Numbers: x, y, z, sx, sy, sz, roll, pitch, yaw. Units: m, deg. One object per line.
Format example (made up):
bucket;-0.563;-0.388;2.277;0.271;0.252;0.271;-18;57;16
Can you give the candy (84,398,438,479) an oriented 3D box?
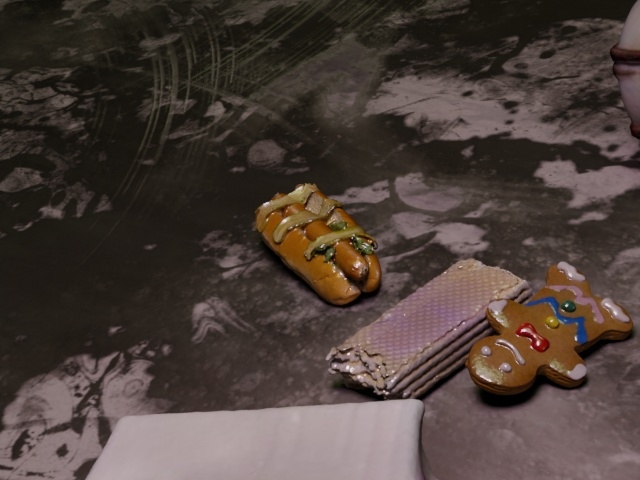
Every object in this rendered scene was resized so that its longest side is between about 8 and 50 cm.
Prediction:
candy;-0.061;0.272;1.521;0.358;0.145;0.208;-4;34;14

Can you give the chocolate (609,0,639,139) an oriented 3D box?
chocolate;0.484;-0.219;1.978;0.186;0.283;0.283;-2;32;40

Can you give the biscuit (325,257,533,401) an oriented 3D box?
biscuit;0.128;0.105;1.785;0.239;0.062;0.108;-32;35;-28

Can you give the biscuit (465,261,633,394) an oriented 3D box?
biscuit;0.247;0.105;1.725;0.205;0.031;0.138;-30;59;-27

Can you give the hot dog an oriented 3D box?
hot dog;0.000;0.000;1.985;0.109;0.072;0.269;-27;33;-15
